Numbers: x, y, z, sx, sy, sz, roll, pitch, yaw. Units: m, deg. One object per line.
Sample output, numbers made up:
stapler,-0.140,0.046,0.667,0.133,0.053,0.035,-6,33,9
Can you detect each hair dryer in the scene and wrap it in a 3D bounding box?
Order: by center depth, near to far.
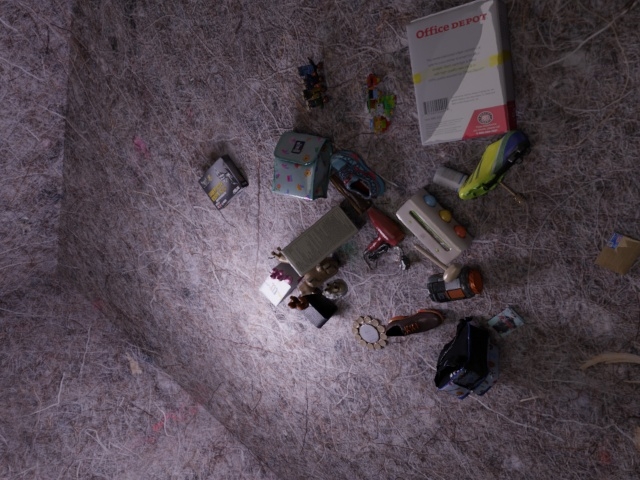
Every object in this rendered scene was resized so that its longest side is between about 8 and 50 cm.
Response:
hair dryer,0.244,0.000,1.958,0.223,0.080,0.294,0,112,34

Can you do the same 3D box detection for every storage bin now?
storage bin,-0.022,0.312,2.257,0.180,0.122,0.084,44,128,8

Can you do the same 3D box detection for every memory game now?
memory game,0.230,0.433,2.221,0.186,0.012,0.186,14,119,27

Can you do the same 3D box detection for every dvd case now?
dvd case,0.721,0.315,1.839,0.087,0.013,0.119,46,128,6

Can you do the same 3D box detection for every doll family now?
doll family,-0.024,-0.604,1.829,0.076,0.111,0.193,45,152,52

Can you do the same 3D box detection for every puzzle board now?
puzzle board,0.973,0.042,1.543,0.096,0.011,0.128,27,124,22

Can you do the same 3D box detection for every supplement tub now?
supplement tub,0.470,-0.220,1.709,0.107,0.071,0.071,28,125,20
supplement tub,0.521,0.175,1.837,0.190,0.117,0.117,-16,103,37

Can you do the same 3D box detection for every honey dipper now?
honey dipper,0.643,-0.185,1.640,0.161,0.030,0.030,45,129,11

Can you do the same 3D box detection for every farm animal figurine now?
farm animal figurine,-0.054,0.159,2.158,0.326,0.172,0.331,-23,63,13

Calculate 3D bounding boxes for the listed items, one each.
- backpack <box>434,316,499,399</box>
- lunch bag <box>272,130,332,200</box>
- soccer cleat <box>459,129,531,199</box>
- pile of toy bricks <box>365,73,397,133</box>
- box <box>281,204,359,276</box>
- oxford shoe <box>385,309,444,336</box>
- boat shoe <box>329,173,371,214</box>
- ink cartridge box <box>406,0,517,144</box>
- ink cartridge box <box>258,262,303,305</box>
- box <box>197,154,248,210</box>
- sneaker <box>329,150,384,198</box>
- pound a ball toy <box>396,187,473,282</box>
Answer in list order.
backpack,0.574,0.493,1.885,0.213,0.277,0.263,32,131,0
lunch bag,-0.076,-0.314,1.971,0.223,0.160,0.263,16,109,30
soccer cleat,0.577,-0.256,1.609,0.289,0.093,0.121,-48,51,32
pile of toy bricks,0.226,-0.502,1.725,0.105,0.118,0.213,-6,102,1
box,0.000,0.000,1.997,0.311,0.121,0.148,-38,88,6
oxford shoe,0.398,0.368,2.022,0.271,0.098,0.097,-24,98,39
boat shoe,0.124,-0.201,1.954,0.073,0.073,0.207,-42,90,2
ink cartridge box,0.451,-0.519,1.496,0.279,0.160,0.385,-2,105,34
ink cartridge box,-0.190,0.205,2.312,0.127,0.128,0.176,44,130,8
box,-0.477,-0.280,2.313,0.231,0.056,0.183,-33,92,39
sneaker,0.132,-0.260,1.876,0.261,0.125,0.104,38,127,12
pound a ball toy,0.430,-0.031,1.738,0.319,0.208,0.136,47,129,7
